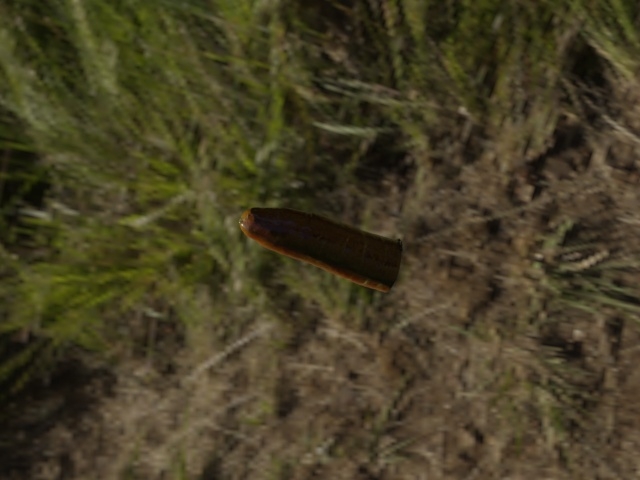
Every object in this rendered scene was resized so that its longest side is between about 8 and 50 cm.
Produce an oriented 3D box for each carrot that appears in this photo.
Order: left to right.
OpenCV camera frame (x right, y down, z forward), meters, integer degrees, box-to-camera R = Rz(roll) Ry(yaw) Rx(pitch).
[{"bbox_3d":[0.000,0.000,1.373,0.048,0.139,0.048,-56,23,38],"label":"carrot"}]
